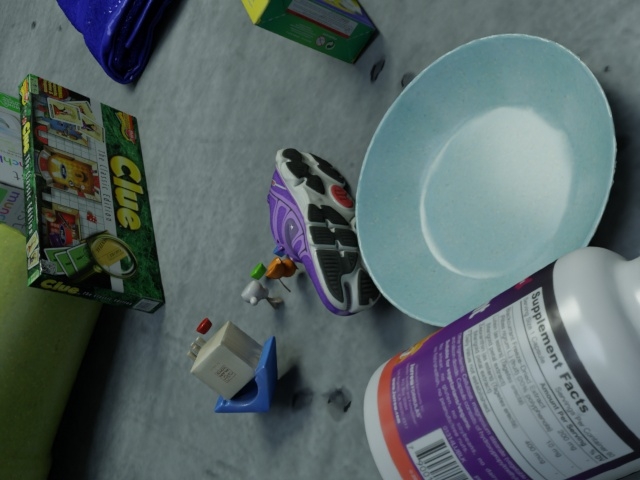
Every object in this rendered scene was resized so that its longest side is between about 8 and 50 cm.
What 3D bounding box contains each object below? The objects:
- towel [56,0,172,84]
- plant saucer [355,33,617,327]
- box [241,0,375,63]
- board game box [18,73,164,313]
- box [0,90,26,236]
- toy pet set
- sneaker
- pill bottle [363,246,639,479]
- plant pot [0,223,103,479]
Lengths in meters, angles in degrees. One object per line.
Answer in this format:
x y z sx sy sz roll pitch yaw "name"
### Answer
-0.261 -0.360 0.970 0.227 0.076 0.308 -56 45 16 "towel"
0.106 -0.036 0.500 0.195 0.037 0.195 -19 62 41 "plant saucer"
-0.032 -0.233 0.662 0.043 0.105 0.179 -53 45 29 "box"
-0.240 -0.052 0.796 0.030 0.136 0.259 -37 53 28 "board game box"
-0.500 -0.052 1.078 0.262 0.127 0.231 -48 45 22 "box"
-0.052 0.080 0.626 0.122 0.065 0.114 -45 14 23 "toy pet set"
0.000 0.000 0.594 0.071 0.068 0.170 -63 32 31 "sneaker"
0.125 0.070 0.391 0.193 0.108 0.108 -37 52 32 "pill bottle"
-0.355 0.111 0.791 0.276 0.276 0.254 14 76 48 "plant pot"
